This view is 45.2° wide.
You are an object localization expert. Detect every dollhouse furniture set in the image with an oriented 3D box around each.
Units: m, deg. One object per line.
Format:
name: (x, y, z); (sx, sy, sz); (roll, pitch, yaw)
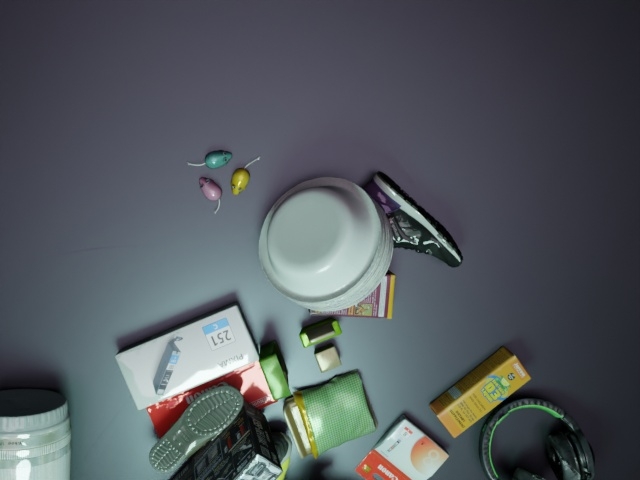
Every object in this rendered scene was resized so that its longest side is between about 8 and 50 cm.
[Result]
dollhouse furniture set: (0.004, 0.354, 1.736); (0.198, 0.151, 0.301); (-21, 98, -3)

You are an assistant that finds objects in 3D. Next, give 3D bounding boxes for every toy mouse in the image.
toy mouse: (-0.233, -0.147, 1.723); (0.143, 0.031, 0.161); (26, 93, -7)

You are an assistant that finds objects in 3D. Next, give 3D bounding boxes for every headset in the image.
headset: (0.548, 0.546, 1.775); (0.243, 0.185, 0.394); (-41, 83, -8)

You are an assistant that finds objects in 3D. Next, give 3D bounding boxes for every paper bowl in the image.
paper bowl: (0.000, 0.000, 1.635); (0.284, 0.148, 0.284); (-8, 70, 22)

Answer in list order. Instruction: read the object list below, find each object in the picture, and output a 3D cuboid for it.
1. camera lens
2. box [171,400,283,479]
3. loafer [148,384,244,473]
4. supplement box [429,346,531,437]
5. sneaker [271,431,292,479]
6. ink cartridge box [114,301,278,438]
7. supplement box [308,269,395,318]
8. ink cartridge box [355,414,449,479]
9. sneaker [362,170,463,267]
camera lens: (-0.652, 0.480, 1.655); (0.219, 0.219, 0.274); (3, 96, -6)
box: (-0.227, 0.531, 1.679); (0.076, 0.242, 0.307); (40, 93, -20)
loafer: (-0.277, 0.417, 1.732); (0.251, 0.087, 0.094); (-39, 83, -1)
supplement box: (0.375, 0.355, 1.808); (0.233, 0.080, 0.078); (-39, 100, -2)
sneaker: (-0.150, 0.621, 1.778); (0.147, 0.145, 0.384); (22, 94, -33)
ink cartridge box: (-0.276, 0.315, 1.751); (0.296, 0.066, 0.261); (-23, 97, -3)
supplement box: (0.069, 0.117, 1.753); (0.188, 0.081, 0.104); (4, 95, -6)
ink cartridge box: (0.193, 0.526, 1.827); (0.145, 0.045, 0.179); (41, 89, -7)
sneaker: (0.194, -0.021, 1.755); (0.283, 0.107, 0.124); (42, 106, -4)
